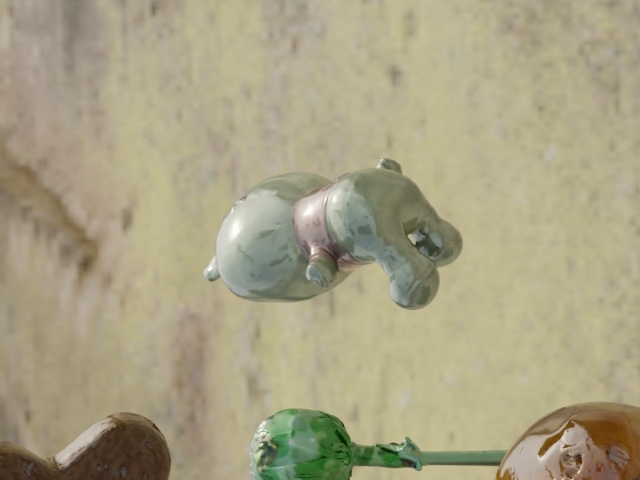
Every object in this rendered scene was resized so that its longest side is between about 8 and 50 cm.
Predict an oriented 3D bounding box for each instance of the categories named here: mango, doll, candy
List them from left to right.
[{"bbox_3d":[-0.003,-0.010,1.661,0.275,0.155,0.113,2,131,42],"label":"doll"},{"bbox_3d":[0.092,0.208,1.832,0.097,0.323,0.097,-179,90,-78],"label":"candy"},{"bbox_3d":[0.216,0.216,1.564,0.151,0.156,0.249,68,151,20],"label":"mango"}]

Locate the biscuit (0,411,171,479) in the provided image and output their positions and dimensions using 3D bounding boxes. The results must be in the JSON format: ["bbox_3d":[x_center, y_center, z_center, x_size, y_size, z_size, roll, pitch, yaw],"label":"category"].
[{"bbox_3d":[-0.175,0.206,1.134,0.180,0.236,0.039,61,168,-19],"label":"biscuit"}]
